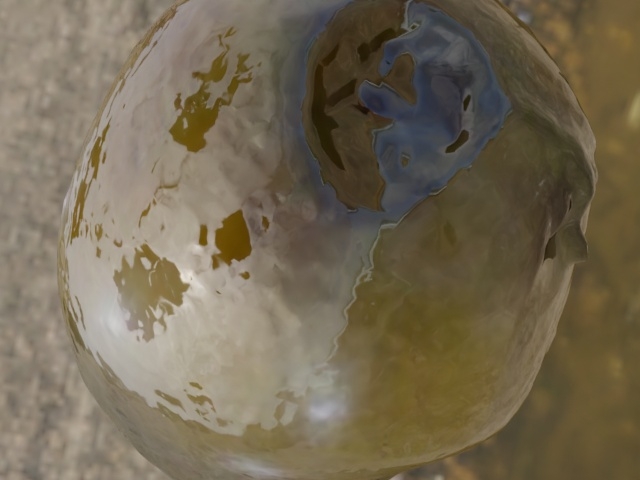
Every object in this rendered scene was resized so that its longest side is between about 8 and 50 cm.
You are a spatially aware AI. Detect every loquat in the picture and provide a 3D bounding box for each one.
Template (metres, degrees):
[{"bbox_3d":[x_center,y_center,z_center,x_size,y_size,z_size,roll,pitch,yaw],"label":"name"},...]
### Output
[{"bbox_3d":[0.000,0.000,0.616,0.227,0.179,0.179,117,155,-64],"label":"loquat"}]
